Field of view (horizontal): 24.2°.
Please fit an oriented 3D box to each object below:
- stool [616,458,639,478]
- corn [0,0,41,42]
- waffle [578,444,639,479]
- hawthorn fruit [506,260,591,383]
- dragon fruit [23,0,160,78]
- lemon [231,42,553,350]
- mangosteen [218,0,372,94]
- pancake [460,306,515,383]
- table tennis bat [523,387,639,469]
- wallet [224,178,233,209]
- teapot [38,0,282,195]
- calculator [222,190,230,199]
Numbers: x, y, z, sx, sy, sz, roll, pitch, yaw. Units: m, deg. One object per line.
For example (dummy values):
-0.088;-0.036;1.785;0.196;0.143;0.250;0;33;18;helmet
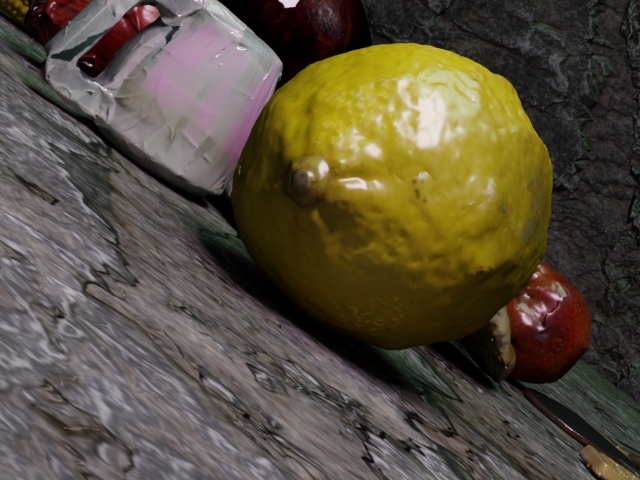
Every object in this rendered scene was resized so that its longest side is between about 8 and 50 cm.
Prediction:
0.547;0.265;1.855;0.170;0.243;0.269;40;6;41;stool
-0.349;-0.310;1.852;0.305;0.106;0.106;35;5;-20;corn
0.350;0.279;1.680;0.135;0.021;0.092;36;6;-11;waffle
0.271;0.115;1.972;0.173;0.173;0.179;38;-21;16;hawthorn fruit
-0.213;-0.222;1.627;0.209;0.172;0.172;32;7;-38;dragon fruit
0.063;-0.041;1.274;0.268;0.268;0.322;38;1;21;lemon
-0.088;-0.238;1.811;0.297;0.293;0.297;50;-5;6;mangosteen
0.149;0.013;1.767;0.356;0.065;0.356;-22;90;-89;pancake
0.367;0.261;1.964;0.274;0.021;0.154;29;9;-41;table tennis bat
0.002;-0.036;1.614;0.262;0.071;0.221;21;28;-32;wallet
-0.148;-0.168;1.484;0.221;0.178;0.163;35;4;-6;teapot
0.000;0.000;1.740;0.299;0.041;0.185;29;9;-43;calculator
